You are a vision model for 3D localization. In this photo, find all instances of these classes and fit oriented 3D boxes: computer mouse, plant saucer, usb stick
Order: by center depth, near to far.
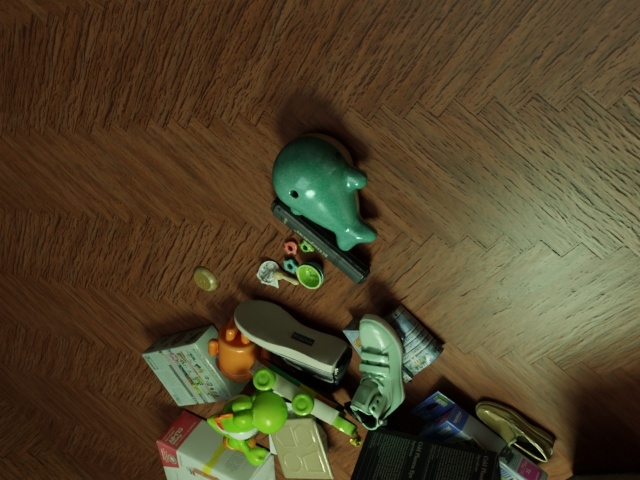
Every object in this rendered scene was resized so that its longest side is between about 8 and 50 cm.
[{"bbox_3d":[0.000,0.000,1.328,0.278,0.045,0.077,40,168,4],"label":"usb stick"},{"bbox_3d":[0.189,0.510,1.559,0.262,0.060,0.184,25,155,29],"label":"computer mouse"},{"bbox_3d":[-0.334,0.113,1.653,0.083,0.015,0.083,17,128,23],"label":"plant saucer"}]

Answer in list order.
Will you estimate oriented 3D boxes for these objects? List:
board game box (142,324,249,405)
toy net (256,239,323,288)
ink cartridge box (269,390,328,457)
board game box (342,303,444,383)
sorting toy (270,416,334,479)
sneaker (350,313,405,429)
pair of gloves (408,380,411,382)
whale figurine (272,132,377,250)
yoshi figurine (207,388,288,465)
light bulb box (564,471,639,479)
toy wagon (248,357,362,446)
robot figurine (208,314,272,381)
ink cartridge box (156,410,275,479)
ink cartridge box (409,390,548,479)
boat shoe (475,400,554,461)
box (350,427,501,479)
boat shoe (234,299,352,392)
[{"bbox_3d":[-0.400,0.402,1.839,0.303,0.097,0.224,-18,110,41],"label":"board game box"},{"bbox_3d":[-0.093,0.070,1.447,0.232,0.045,0.122,-14,112,39],"label":"toy net"},{"bbox_3d":[-0.073,0.567,1.784,0.189,0.066,0.232,5,101,31],"label":"ink cartridge box"},{"bbox_3d":[0.159,0.247,1.387,0.194,0.060,0.194,45,131,4],"label":"board game box"},{"bbox_3d":[-0.060,0.623,1.741,0.208,0.038,0.193,-15,95,38],"label":"sorting toy"},{"bbox_3d":[0.119,0.303,1.305,0.094,0.151,0.256,0,113,36],"label":"sneaker"},{"bbox_3d":[0.207,0.321,1.447,0.074,0.010,0.083,33,133,10],"label":"pair of gloves"},{"bbox_3d":[0.006,-0.087,1.211,0.216,0.141,0.272,-20,108,40],"label":"whale figurine"},{"bbox_3d":[-0.187,0.521,1.673,0.203,0.203,0.362,47,156,11],"label":"yoshi figurine"},{"bbox_3d":[0.572,0.673,1.124,0.225,0.361,0.358,-24,70,42],"label":"light bulb box"},{"bbox_3d":[-0.028,0.424,1.531,0.344,0.068,0.267,27,170,21],"label":"toy wagon"},{"bbox_3d":[-0.230,0.312,1.646,0.128,0.158,0.219,47,143,42],"label":"robot figurine"},{"bbox_3d":[-0.364,0.814,2.049,0.384,0.160,0.279,16,127,24],"label":"ink cartridge box"},{"bbox_3d":[0.366,0.508,1.412,0.311,0.065,0.186,39,147,8],"label":"ink cartridge box"},{"bbox_3d":[0.443,0.440,1.331,0.190,0.072,0.068,25,130,17],"label":"boat shoe"},{"bbox_3d":[0.268,0.644,1.396,0.312,0.179,0.343,2,131,26],"label":"box"},{"bbox_3d":[-0.081,0.290,1.536,0.340,0.127,0.158,25,139,21],"label":"boat shoe"}]
